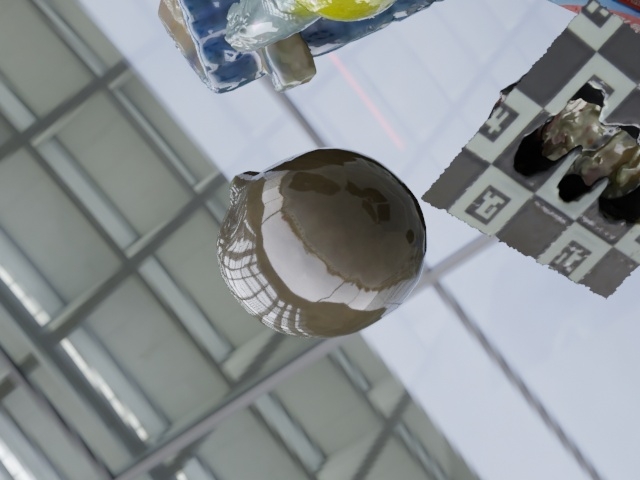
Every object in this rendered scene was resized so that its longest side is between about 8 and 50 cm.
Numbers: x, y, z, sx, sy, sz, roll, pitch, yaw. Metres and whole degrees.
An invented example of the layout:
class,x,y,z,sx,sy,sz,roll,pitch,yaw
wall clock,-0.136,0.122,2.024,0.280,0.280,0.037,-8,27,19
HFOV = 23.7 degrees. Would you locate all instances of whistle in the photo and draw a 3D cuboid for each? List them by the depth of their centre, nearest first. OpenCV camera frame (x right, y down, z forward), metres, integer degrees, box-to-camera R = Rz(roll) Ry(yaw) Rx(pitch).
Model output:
class,x,y,z,sx,sy,sz,roll,pitch,yaw
whistle,-0.013,-0.209,1.140,0.123,0.223,0.123,16,-118,-33

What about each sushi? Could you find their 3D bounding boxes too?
class,x,y,z,sx,sy,sz,roll,pitch,yaw
sushi,0.311,-0.121,1.823,0.373,0.296,0.100,26,-158,-39

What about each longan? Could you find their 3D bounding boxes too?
class,x,y,z,sx,sy,sz,roll,pitch,yaw
longan,0.000,0.000,1.281,0.189,0.189,0.189,33,-142,-30

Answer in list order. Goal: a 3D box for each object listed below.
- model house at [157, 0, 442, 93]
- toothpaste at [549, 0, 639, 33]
class,x,y,z,sx,sy,sz,roll,pitch,yaw
model house,-0.003,-0.390,1.559,0.395,0.445,0.400,-21,-98,-12
toothpaste,0.317,-0.319,1.833,0.320,0.066,0.076,22,-112,-3
